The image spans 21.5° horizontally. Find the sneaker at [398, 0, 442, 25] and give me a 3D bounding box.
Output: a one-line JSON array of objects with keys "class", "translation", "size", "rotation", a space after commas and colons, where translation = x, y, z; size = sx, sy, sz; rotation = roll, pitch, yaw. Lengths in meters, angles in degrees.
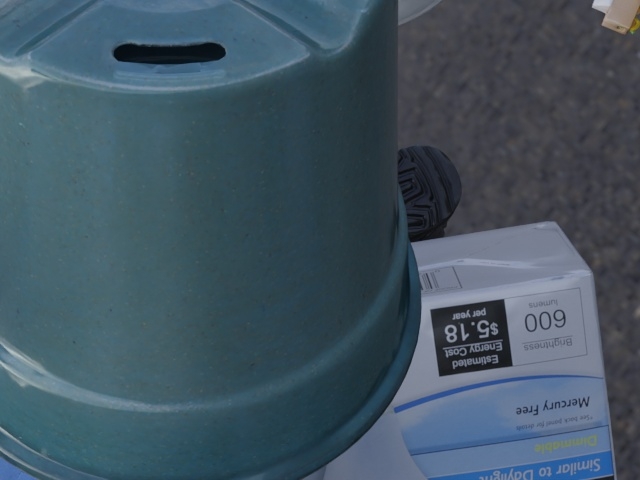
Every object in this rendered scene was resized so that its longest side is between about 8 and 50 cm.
[{"class": "sneaker", "translation": [0.018, -0.199, 1.338], "size": [0.292, 0.108, 0.169], "rotation": [-27, 11, 6]}]

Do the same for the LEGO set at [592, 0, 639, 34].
[{"class": "LEGO set", "translation": [0.332, -0.307, 1.525], "size": [0.132, 0.107, 0.287], "rotation": [-35, 38, 51]}]

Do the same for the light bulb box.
[{"class": "light bulb box", "translation": [0.099, 0.199, 1.661], "size": [0.358, 0.361, 0.225], "rotation": [-9, 13, 1]}]

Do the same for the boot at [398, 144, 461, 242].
[{"class": "boot", "translation": [0.002, 0.004, 2.023], "size": [0.348, 0.131, 0.260], "rotation": [-14, -10, -7]}]

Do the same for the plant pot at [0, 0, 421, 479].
[{"class": "plant pot", "translation": [-0.090, -0.068, 1.030], "size": [0.334, 0.341, 0.341], "rotation": [96, -172, -50]}]

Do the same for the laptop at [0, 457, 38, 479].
[{"class": "laptop", "translation": [-0.249, 0.347, 1.341], "size": [0.408, 0.382, 0.236], "rotation": [-28, -52, -52]}]
